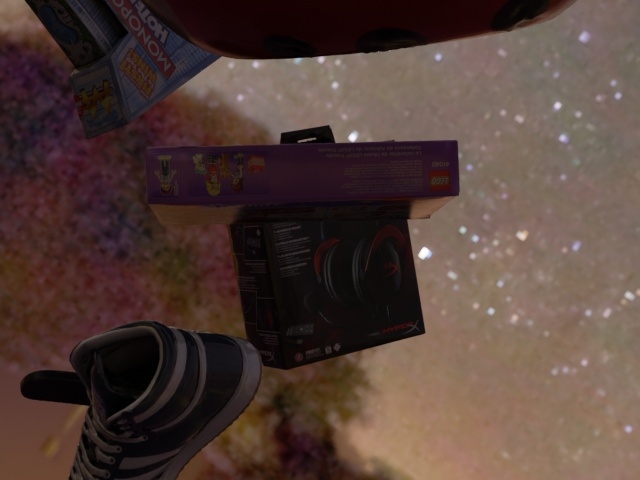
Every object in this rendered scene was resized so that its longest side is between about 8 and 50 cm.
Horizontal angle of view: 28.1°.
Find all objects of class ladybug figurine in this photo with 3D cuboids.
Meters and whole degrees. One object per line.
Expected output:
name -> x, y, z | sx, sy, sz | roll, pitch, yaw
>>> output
ladybug figurine -> 0.038, -0.232, 0.976 | 0.449, 0.305, 0.162 | 0, -72, 31

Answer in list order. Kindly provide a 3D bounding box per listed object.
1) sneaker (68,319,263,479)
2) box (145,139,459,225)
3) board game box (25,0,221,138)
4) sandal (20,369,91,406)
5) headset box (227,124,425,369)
sneaker -> -0.189, 0.184, 1.143 | 0.099, 0.282, 0.153 | 46, 12, 34
box -> -0.021, -0.055, 1.272 | 0.293, 0.057, 0.201 | -2, -5, -4
board game box -> -0.198, -0.200, 1.250 | 0.060, 0.194, 0.194 | -17, -58, 32
sandal -> -0.238, 0.154, 1.393 | 0.179, 0.040, 0.067 | 12, -42, -29
headset box -> 0.000, 0.000, 1.663 | 0.110, 0.218, 0.293 | -1, -81, 62
